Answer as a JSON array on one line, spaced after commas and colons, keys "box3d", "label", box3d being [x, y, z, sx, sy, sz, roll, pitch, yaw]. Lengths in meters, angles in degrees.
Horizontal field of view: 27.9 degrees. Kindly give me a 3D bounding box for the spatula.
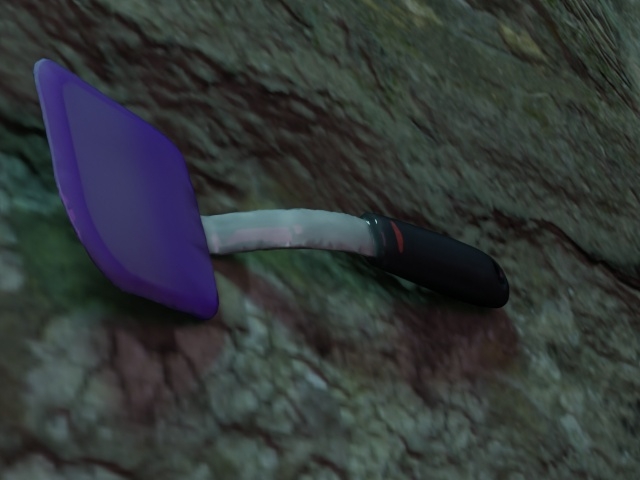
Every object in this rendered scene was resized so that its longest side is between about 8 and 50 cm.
[{"box3d": [0.000, 0.000, 0.529, 0.296, 0.030, 0.084, 13, 54, -48], "label": "spatula"}]
